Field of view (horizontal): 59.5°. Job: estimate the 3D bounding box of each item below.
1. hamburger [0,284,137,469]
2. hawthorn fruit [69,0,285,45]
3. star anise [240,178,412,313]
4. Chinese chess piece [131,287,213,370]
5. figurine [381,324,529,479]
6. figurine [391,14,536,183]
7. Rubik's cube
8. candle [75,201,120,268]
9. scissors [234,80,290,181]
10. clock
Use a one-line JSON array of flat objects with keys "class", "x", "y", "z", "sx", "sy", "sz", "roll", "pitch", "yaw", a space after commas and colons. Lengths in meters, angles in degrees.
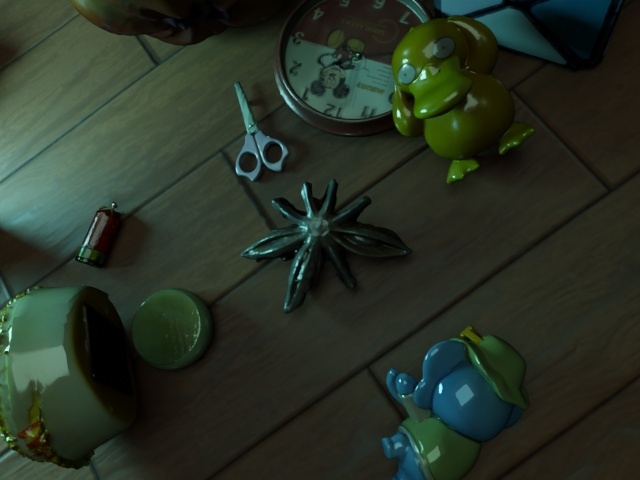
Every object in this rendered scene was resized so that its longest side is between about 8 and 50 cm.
[{"class": "hamburger", "x": -0.415, "y": 0.212, "z": 0.896, "sx": 0.179, "sy": 0.276, "sz": 0.294, "roll": -16, "pitch": 68, "yaw": -4}, {"class": "hawthorn fruit", "x": -0.252, "y": -0.586, "z": 0.984, "sx": 0.471, "sy": 0.472, "sz": 0.472, "roll": -3, "pitch": 75, "yaw": 11}, {"class": "star anise", "x": -0.005, "y": 0.002, "z": 0.957, "sx": 0.257, "sy": 0.110, "sz": 0.198, "roll": -32, "pitch": 87, "yaw": 9}, {"class": "Chinese chess piece", "x": -0.261, "y": 0.157, "z": 0.991, "sx": 0.144, "sy": 0.058, "sz": 0.144, "roll": -4, "pitch": 73, "yaw": 12}, {"class": "figurine", "x": 0.189, "y": 0.246, "z": 0.826, "sx": 0.262, "sy": 0.154, "sz": 0.180, "roll": -37, "pitch": 82, "yaw": -4}, {"class": "figurine", "x": 0.216, "y": -0.233, "z": 0.913, "sx": 0.215, "sy": 0.228, "sz": 0.215, "roll": -26, "pitch": 46, "yaw": 31}, {"class": "Rubik's cube", "x": 0.376, "y": -0.502, "z": 0.903, "sx": 0.310, "sy": 0.305, "sz": 0.307, "roll": 25, "pitch": 82, "yaw": 17}, {"class": "candle", "x": -0.421, "y": -0.014, "z": 1.073, "sx": 0.052, "sy": 0.052, "sz": 0.131, "roll": 15, "pitch": 78, "yaw": 15}, {"class": "scissors", "x": -0.132, "y": -0.216, "z": 1.081, "sx": 0.110, "sy": 0.021, "sz": 0.212, "roll": -22, "pitch": 72, "yaw": 9}, {"class": "clock", "x": 0.068, "y": -0.340, "z": 1.044, "sx": 0.318, "sy": 0.080, "sz": 0.319, "roll": -1, "pitch": 78, "yaw": 6}]
